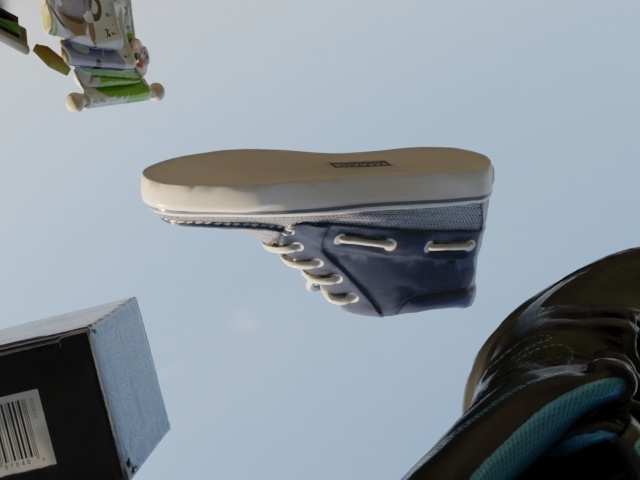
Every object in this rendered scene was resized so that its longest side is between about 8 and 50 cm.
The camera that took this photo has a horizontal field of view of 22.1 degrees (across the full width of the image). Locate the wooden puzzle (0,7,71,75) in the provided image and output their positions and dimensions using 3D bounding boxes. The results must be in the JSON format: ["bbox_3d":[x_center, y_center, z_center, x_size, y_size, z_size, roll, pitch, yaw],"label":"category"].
[{"bbox_3d":[-0.215,-0.144,1.041,0.014,0.116,0.078,-60,-153,9],"label":"wooden puzzle"}]

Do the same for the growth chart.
[{"bbox_3d":[-0.182,-0.213,1.280,0.021,0.237,0.172,-3,-167,22],"label":"growth chart"}]

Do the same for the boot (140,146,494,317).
[{"bbox_3d":[0.000,0.000,0.857,0.190,0.086,0.069,-1,-161,-15],"label":"boot"}]

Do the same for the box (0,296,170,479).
[{"bbox_3d":[-0.200,0.116,1.132,0.153,0.108,0.207,-14,-177,2],"label":"box"}]

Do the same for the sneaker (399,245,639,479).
[{"bbox_3d":[0.105,0.092,0.613,0.139,0.125,0.341,-47,178,43],"label":"sneaker"}]
